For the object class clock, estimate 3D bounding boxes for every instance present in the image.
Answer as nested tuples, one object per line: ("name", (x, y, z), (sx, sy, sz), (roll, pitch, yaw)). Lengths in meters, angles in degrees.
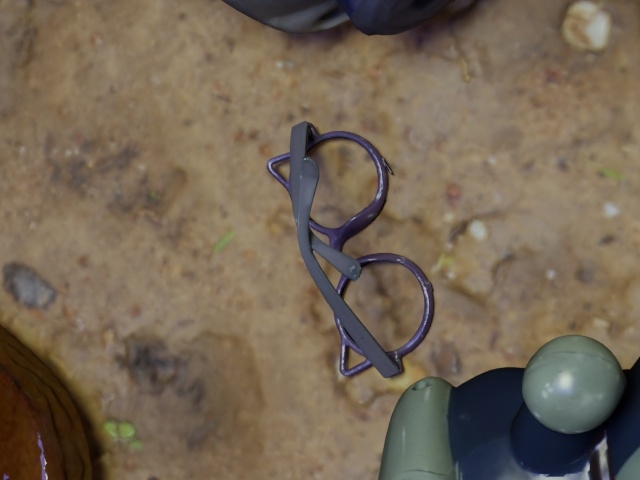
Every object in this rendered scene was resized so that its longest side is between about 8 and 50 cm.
("clock", (0.150, 0.100, 0.722), (0.243, 0.199, 0.146), (-14, 42, 27))

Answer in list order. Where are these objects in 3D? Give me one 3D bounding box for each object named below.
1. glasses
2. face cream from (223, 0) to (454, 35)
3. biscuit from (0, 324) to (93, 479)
("glasses", (0.000, 0.000, 0.834), (0.062, 0.104, 0.140), (-24, 78, 20))
("face cream", (-0.052, -0.270, 0.893), (0.235, 0.137, 0.420), (-42, 61, 17))
("biscuit", (-0.252, 0.161, 0.967), (0.262, 0.052, 0.277), (22, 95, 30))
